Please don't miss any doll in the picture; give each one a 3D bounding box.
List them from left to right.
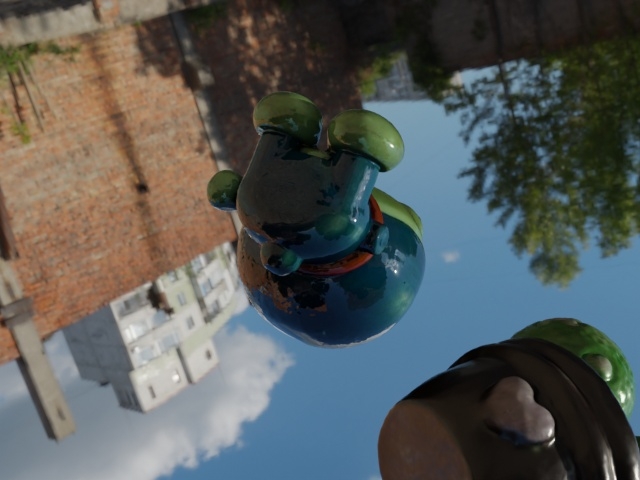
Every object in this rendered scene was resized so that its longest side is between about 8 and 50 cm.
[{"bbox_3d":[0.001,0.000,0.813,0.198,0.322,0.186,16,-109,24],"label":"doll"}]

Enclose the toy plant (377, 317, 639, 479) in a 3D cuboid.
[{"bbox_3d":[0.166,0.150,0.586,0.235,0.176,0.218,-1,-143,-29],"label":"toy plant"}]
